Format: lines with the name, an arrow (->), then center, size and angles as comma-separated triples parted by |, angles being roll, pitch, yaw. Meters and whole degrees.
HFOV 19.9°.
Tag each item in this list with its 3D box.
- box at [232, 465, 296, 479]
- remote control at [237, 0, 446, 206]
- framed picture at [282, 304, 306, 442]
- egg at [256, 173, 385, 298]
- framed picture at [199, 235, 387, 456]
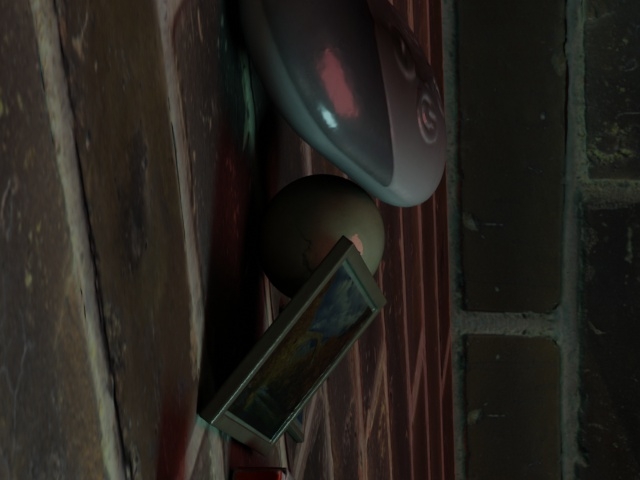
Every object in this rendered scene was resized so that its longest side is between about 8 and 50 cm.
box -> -0.042, 0.278, 1.607 | 0.229, 0.050, 0.122 | 68, 24, -69
remote control -> 0.023, -0.152, 1.591 | 0.332, 0.103, 0.221 | 33, 39, -57
framed picture -> -0.027, 0.134, 1.807 | 0.149, 0.011, 0.109 | 65, 28, -72
egg -> 0.000, 0.000, 1.623 | 0.152, 0.114, 0.114 | -62, 152, -66
framed picture -> -0.017, 0.095, 1.525 | 0.184, 0.016, 0.250 | -51, 166, -6
